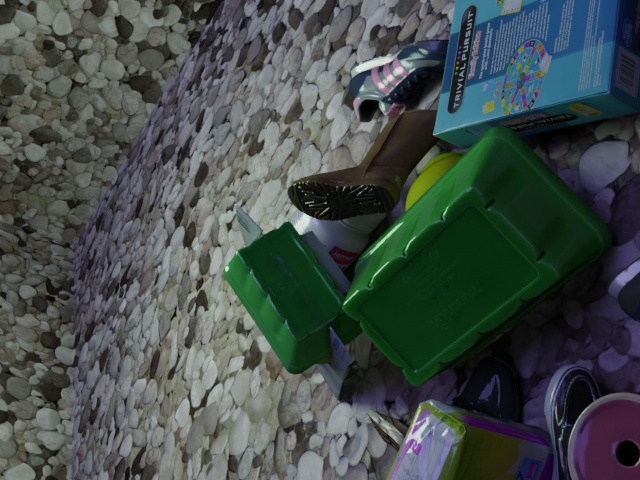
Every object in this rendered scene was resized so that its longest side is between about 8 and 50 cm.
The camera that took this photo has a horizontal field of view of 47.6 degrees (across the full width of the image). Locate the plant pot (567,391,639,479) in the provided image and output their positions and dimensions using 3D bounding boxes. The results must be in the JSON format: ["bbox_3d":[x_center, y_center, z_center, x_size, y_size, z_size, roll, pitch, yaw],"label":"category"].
[{"bbox_3d":[0.376,0.246,0.787,0.201,0.180,0.201,-35,45,43],"label":"plant pot"}]

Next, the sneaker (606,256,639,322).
[{"bbox_3d":[0.458,0.033,0.909,0.192,0.064,0.086,-51,43,26],"label":"sneaker"}]

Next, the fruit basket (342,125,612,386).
[{"bbox_3d":[0.233,0.002,1.145,0.392,0.283,0.392,-43,-5,-5],"label":"fruit basket"}]

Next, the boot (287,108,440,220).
[{"bbox_3d":[0.095,-0.149,1.384,0.236,0.089,0.269,4,40,29],"label":"boot"}]

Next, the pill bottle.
[{"bbox_3d":[0.000,0.000,1.515,0.283,0.160,0.160,-49,37,29],"label":"pill bottle"}]

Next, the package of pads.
[{"bbox_3d":[0.179,0.374,0.961,0.101,0.229,0.297,27,95,58],"label":"package of pads"}]

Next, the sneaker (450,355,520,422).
[{"bbox_3d":[0.212,0.296,1.076,0.101,0.106,0.267,12,80,59],"label":"sneaker"}]

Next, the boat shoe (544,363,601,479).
[{"bbox_3d":[0.336,0.266,0.921,0.070,0.077,0.219,120,154,-74],"label":"boat shoe"}]

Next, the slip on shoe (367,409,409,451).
[{"bbox_3d":[0.127,0.325,1.249,0.041,0.051,0.135,-31,19,-15],"label":"slip on shoe"}]

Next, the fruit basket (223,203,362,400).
[{"bbox_3d":[-0.041,0.119,1.318,0.165,0.353,0.327,-34,71,-8],"label":"fruit basket"}]

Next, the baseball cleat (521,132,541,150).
[{"bbox_3d":[0.363,-0.249,1.204,0.109,0.072,0.206,-18,61,43],"label":"baseball cleat"}]

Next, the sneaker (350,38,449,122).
[{"bbox_3d":[0.180,-0.329,1.517,0.319,0.112,0.131,-5,85,58],"label":"sneaker"}]

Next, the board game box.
[{"bbox_3d":[0.331,-0.295,1.105,0.336,0.079,0.254,-4,72,57],"label":"board game box"}]
